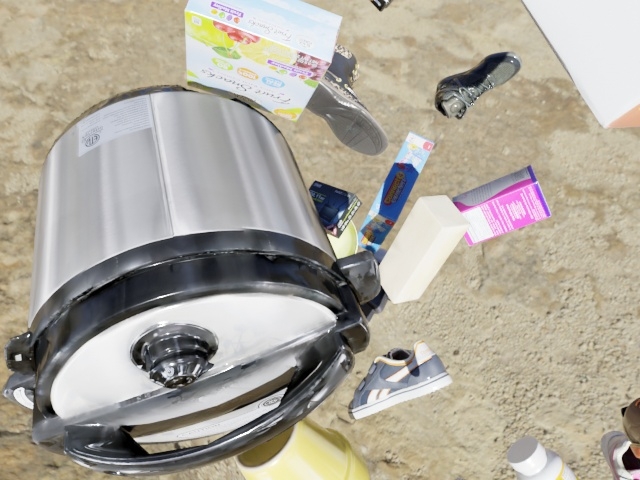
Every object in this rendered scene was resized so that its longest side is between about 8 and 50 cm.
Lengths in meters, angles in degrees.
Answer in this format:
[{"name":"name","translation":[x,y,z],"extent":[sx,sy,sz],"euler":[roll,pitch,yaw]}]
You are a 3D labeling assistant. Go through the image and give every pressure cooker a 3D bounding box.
[{"name":"pressure cooker","translation":[-0.162,0.062,0.615],"extent":[0.376,0.370,0.420],"euler":[15,38,-38]}]

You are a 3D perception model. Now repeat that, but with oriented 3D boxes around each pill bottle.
[{"name":"pill bottle","translation":[0.547,0.576,1.175],"extent":[0.118,0.117,0.208],"euler":[-41,92,-26]}]

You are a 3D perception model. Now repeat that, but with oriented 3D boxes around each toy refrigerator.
[{"name":"toy refrigerator","translation":[0.239,0.025,1.182],"extent":[0.094,0.269,0.102],"euler":[-7,49,-30]}]

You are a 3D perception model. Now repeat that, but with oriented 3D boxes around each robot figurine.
[{"name":"robot figurine","translation":[0.185,0.160,1.809],"extent":[0.209,0.173,0.278],"euler":[26,70,9]}]

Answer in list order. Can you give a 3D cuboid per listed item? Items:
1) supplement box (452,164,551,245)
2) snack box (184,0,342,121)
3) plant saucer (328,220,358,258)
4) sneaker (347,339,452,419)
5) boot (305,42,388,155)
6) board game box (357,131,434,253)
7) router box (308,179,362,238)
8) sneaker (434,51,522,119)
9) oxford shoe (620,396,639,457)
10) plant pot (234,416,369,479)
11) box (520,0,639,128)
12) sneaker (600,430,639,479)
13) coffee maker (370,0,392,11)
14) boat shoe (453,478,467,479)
[{"name":"supplement box","translation":[0.474,-0.091,1.309],"extent":[0.220,0.113,0.111],"euler":[-22,24,24]},{"name":"snack box","translation":[-0.085,-0.246,0.656],"extent":[0.175,0.207,0.070],"euler":[16,81,-11]},{"name":"plant saucer","translation":[0.000,0.000,1.585],"extent":[0.241,0.037,0.240],"euler":[1,97,6]},{"name":"sneaker","translation":[0.175,0.347,1.233],"extent":[0.126,0.321,0.127],"euler":[-5,64,-48]},{"name":"boot","translation":[0.083,-0.470,1.593],"extent":[0.378,0.138,0.284],"euler":[33,44,-17]},{"name":"board game box","translation":[0.233,-0.147,1.610],"extent":[0.086,0.302,0.308],"euler":[27,69,4]},{"name":"router box","translation":[0.013,-0.067,1.028],"extent":[0.123,0.038,0.092],"euler":[25,76,39]},{"name":"sneaker","translation":[0.371,-0.363,1.188],"extent":[0.228,0.087,0.130],"euler":[-12,47,45]},{"name":"oxford shoe","translation":[0.594,0.324,0.873],"extent":[0.097,0.271,0.098],"euler":[-21,62,2]},{"name":"plant pot","translation":[-0.055,0.499,1.094],"extent":[0.254,0.239,0.254],"euler":[-27,25,14]},{"name":"box","translation":[0.369,-0.254,0.361],"extent":[0.215,0.345,0.168],"euler":[-11,70,-34]},{"name":"sneaker","translation":[0.805,0.622,1.261],"extent":[0.103,0.111,0.252],"euler":[-15,65,7]},{"name":"coffee maker","translation":[0.116,-0.622,1.108],"extent":[0.178,0.120,0.171],"euler":[41,22,-12]},{"name":"boat shoe","translation":[0.217,0.400,0.739],"extent":[0.035,0.100,0.035],"euler":[-13,27,4]}]
